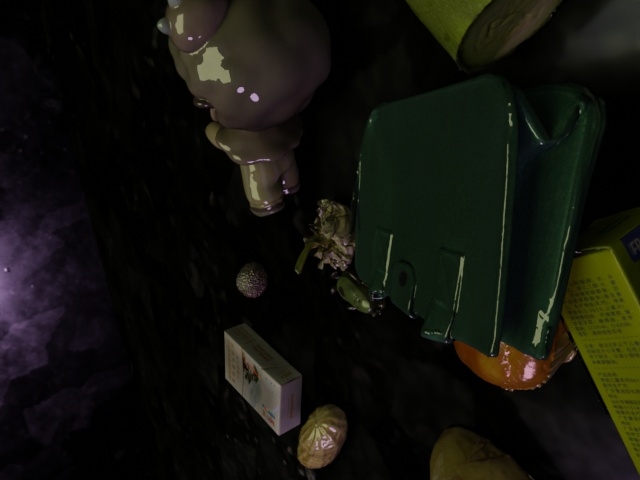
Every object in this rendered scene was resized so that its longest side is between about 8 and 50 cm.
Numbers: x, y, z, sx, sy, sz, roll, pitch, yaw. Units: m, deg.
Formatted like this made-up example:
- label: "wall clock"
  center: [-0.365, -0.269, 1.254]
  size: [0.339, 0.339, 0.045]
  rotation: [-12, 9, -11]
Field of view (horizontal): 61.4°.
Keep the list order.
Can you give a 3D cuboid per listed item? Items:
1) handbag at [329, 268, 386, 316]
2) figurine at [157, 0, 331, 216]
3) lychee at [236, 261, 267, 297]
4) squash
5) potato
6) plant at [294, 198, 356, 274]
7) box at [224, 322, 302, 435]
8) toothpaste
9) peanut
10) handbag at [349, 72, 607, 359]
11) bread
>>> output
- label: "handbag"
  center: [0.064, 0.084, 0.865]
  size: [0.111, 0.047, 0.072]
  rotation: [33, 132, 45]
- label: "figurine"
  center: [-0.092, -0.212, 0.802]
  size: [0.203, 0.248, 0.381]
  rotation: [35, 146, 33]
- label: "lychee"
  center: [-0.145, 0.084, 1.145]
  size: [0.067, 0.068, 0.083]
  rotation: [20, 130, -2]
- label: "squash"
  center: [0.138, -0.269, 0.535]
  size: [0.187, 0.123, 0.123]
  rotation: [60, 145, 24]
- label: "potato"
  center: [0.238, 0.380, 0.722]
  size: [0.261, 0.100, 0.120]
  rotation: [58, 144, 17]
- label: "plant"
  center: [0.000, 0.000, 0.856]
  size: [0.117, 0.121, 0.104]
  rotation: [66, 157, -6]
- label: "box"
  center: [-0.136, 0.313, 1.239]
  size: [0.233, 0.067, 0.150]
  rotation: [31, 130, 42]
- label: "toothpaste"
  center: [0.312, 0.136, 0.468]
  size: [0.077, 0.110, 0.328]
  rotation: [-26, 89, 60]
- label: "peanut"
  center: [0.000, 0.397, 1.072]
  size: [0.083, 0.093, 0.194]
  rotation: [37, 133, 20]
- label: "handbag"
  center: [0.121, -0.034, 0.557]
  size: [0.326, 0.089, 0.239]
  rotation: [-154, 69, -71]
- label: "bread"
  center: [0.215, 0.070, 0.601]
  size: [0.132, 0.114, 0.191]
  rotation: [15, 123, 48]
